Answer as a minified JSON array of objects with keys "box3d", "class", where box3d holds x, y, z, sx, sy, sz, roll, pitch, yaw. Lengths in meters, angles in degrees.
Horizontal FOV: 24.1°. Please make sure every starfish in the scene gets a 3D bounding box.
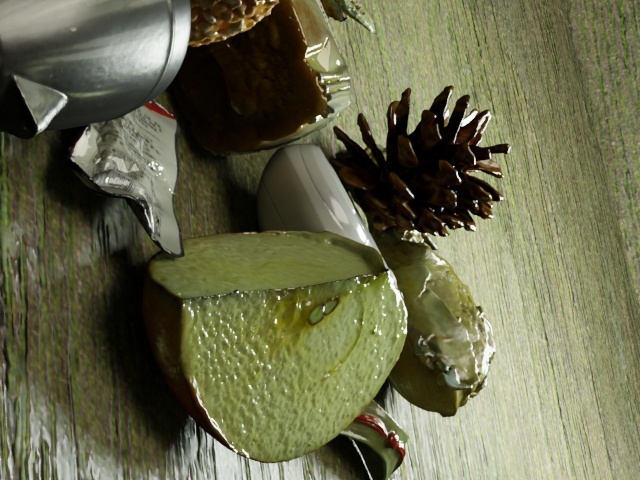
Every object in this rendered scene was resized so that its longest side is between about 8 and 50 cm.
[{"box3d":[-0.047,-0.394,1.931,0.347,0.078,0.358,52,11,-5],"class":"starfish"}]

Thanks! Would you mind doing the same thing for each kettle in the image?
[{"box3d":[-0.273,-0.202,1.306,0.271,0.207,0.251,-34,111,-57],"class":"kettle"}]

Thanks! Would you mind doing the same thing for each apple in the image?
[{"box3d":[-0.058,0.091,1.561,0.346,0.179,0.254,-8,62,-48],"class":"apple"}]

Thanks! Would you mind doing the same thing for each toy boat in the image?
[{"box3d":[0.058,0.239,1.833,0.089,0.071,0.185,33,-13,49],"class":"toy boat"}]

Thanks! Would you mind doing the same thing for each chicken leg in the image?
[{"box3d":[0.118,0.040,2.030,0.201,0.152,0.429,13,53,-52],"class":"chicken leg"}]

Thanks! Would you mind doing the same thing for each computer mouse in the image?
[{"box3d":[0.000,0.000,1.827,0.184,0.121,0.297,60,1,20],"class":"computer mouse"}]

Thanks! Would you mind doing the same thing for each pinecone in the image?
[{"box3d":[0.137,-0.103,1.937,0.229,0.201,0.202,23,43,-36],"class":"pinecone"}]

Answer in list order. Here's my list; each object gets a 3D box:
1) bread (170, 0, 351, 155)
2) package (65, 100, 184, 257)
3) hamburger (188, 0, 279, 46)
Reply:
[{"box3d":[-0.080,-0.208,1.719,0.110,0.192,0.210,-26,96,-64],"class":"bread"},{"box3d":[-0.200,-0.091,1.539,0.166,0.040,0.232,40,26,-37],"class":"package"},{"box3d":[-0.151,-0.360,1.500,0.330,0.330,0.250,59,39,-24],"class":"hamburger"}]
